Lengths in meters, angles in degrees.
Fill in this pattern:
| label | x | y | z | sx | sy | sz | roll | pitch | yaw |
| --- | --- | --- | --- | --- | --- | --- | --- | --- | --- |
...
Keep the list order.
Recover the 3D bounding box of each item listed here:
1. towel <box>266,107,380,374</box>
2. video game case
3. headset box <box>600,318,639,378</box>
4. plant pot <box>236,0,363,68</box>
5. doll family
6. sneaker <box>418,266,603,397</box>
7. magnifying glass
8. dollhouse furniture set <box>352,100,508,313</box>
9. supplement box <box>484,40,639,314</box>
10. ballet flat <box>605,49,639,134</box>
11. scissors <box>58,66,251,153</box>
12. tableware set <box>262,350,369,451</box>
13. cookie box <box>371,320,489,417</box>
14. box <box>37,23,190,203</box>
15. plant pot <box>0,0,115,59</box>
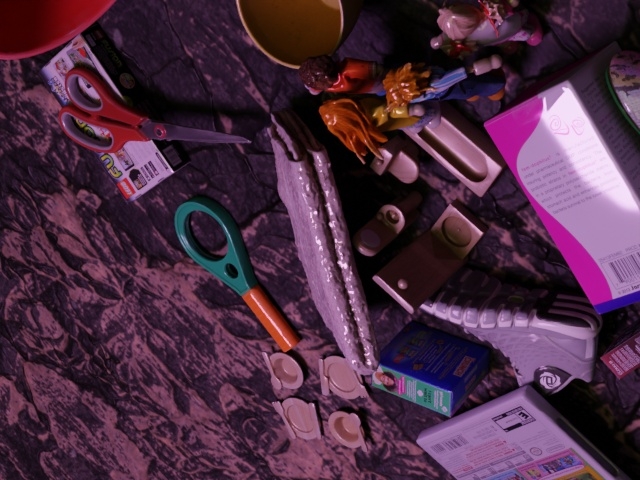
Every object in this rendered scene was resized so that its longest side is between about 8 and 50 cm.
| label | x | y | z | sx | sy | sz | roll | pitch | yaw |
| --- | --- | --- | --- | --- | --- | --- | --- | --- | --- |
| towel | 0.000 | 0.000 | 1.517 | 0.187 | 0.049 | 0.282 | -121 | 15 | -68 |
| video game case | 0.238 | 0.260 | 1.542 | 0.193 | 0.023 | 0.212 | 43 | 143 | -9 |
| headset box | 0.330 | 0.102 | 1.383 | 0.032 | 0.062 | 0.083 | 48 | 135 | 4 |
| plant pot | -0.007 | -0.258 | 1.400 | 0.134 | 0.095 | 0.134 | 20 | 128 | 28 |
| doll family | 0.094 | -0.147 | 1.309 | 0.263 | 0.163 | 0.118 | -17 | 83 | 38 |
| sneaker | 0.198 | 0.113 | 1.482 | 0.228 | 0.086 | 0.132 | 12 | 126 | 32 |
| magnifying glass | -0.104 | 0.043 | 1.723 | 0.231 | 0.026 | 0.092 | 54 | 135 | 0 |
| dollhouse furniture set | 0.107 | -0.041 | 1.426 | 0.144 | 0.123 | 0.151 | 42 | 135 | 9 |
| supplement box | 0.274 | -0.059 | 1.290 | 0.111 | 0.114 | 0.220 | -25 | 101 | 46 |
| ballet flat | 0.349 | -0.089 | 1.231 | 0.221 | 0.077 | 0.079 | 55 | 150 | -9 |
| scissors | -0.205 | -0.129 | 1.646 | 0.297 | 0.021 | 0.109 | 23 | 126 | 24 |
| tableware set | -0.003 | 0.206 | 1.746 | 0.168 | 0.020 | 0.141 | 3 | 118 | 38 |
| cookie box | 0.127 | 0.147 | 1.554 | 0.107 | 0.092 | 0.040 | 19 | 130 | 29 |
| box | -0.263 | -0.158 | 1.710 | 0.114 | 0.036 | 0.207 | -28 | 97 | 45 |
| plant pot | -0.358 | -0.383 | 1.506 | 0.243 | 0.275 | 0.275 | 46 | 136 | 20 |
